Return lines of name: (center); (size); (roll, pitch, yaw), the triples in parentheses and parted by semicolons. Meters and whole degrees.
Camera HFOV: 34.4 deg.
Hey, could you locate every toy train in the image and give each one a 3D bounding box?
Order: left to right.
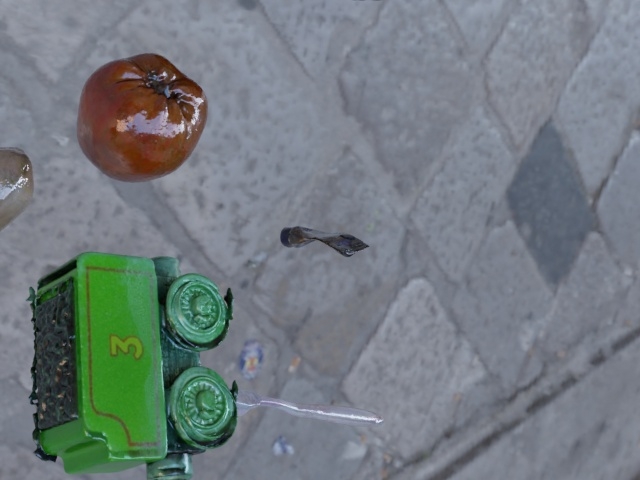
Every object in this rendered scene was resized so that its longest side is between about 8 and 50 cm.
toy train: (-0.193, 0.130, 1.065); (0.188, 0.132, 0.243); (6, 69, -38)

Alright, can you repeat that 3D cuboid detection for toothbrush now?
toothbrush: (-0.017, 0.210, 1.262); (0.029, 0.025, 0.307); (-44, 144, 23)

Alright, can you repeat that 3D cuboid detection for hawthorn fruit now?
hawthorn fruit: (-0.193, -0.122, 1.082); (0.133, 0.133, 0.138); (-28, 166, -44)

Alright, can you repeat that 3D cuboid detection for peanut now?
peanut: (-0.326, -0.029, 0.951); (0.152, 0.076, 0.076); (-46, 139, -13)

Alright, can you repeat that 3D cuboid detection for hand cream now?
hand cream: (0.000, 0.000, 1.662); (0.062, 0.163, 0.039); (-10, 103, -44)
